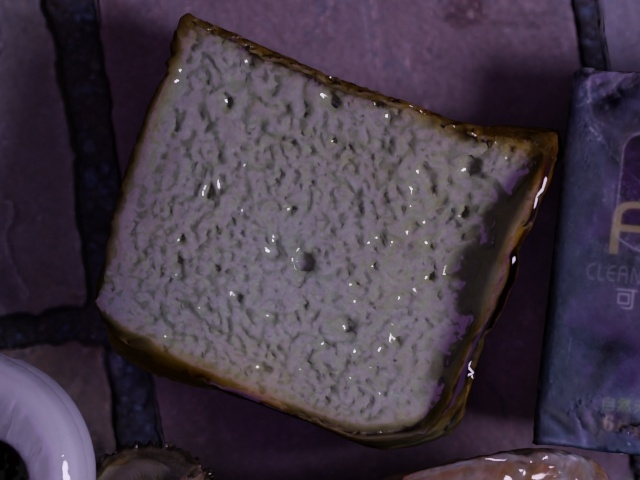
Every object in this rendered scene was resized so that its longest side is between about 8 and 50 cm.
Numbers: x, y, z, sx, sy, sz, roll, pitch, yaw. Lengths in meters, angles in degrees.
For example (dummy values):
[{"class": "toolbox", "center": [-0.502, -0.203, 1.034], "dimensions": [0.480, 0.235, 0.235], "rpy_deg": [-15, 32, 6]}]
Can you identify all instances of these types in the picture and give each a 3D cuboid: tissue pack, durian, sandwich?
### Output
[{"class": "tissue pack", "center": [0.228, 0.018, 1.168], "dimensions": [0.173, 0.073, 0.236], "rpy_deg": [7, 88, 15]}, {"class": "durian", "center": [-0.108, 0.195, 1.226], "dimensions": [0.140, 0.071, 0.110], "rpy_deg": [-51, 52, 9]}, {"class": "sandwich", "center": [0.000, 0.000, 1.201], "dimensions": [0.251, 0.087, 0.226], "rpy_deg": [19, 93, 7]}]

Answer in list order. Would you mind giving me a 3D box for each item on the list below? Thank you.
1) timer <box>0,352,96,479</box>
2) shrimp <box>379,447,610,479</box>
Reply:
[{"class": "timer", "center": [-0.278, 0.163, 1.227], "dimensions": [0.262, 0.087, 0.237], "rpy_deg": [26, 94, 12]}, {"class": "shrimp", "center": [0.032, 0.177, 1.152], "dimensions": [0.317, 0.077, 0.168], "rpy_deg": [-1, 137, -20]}]
